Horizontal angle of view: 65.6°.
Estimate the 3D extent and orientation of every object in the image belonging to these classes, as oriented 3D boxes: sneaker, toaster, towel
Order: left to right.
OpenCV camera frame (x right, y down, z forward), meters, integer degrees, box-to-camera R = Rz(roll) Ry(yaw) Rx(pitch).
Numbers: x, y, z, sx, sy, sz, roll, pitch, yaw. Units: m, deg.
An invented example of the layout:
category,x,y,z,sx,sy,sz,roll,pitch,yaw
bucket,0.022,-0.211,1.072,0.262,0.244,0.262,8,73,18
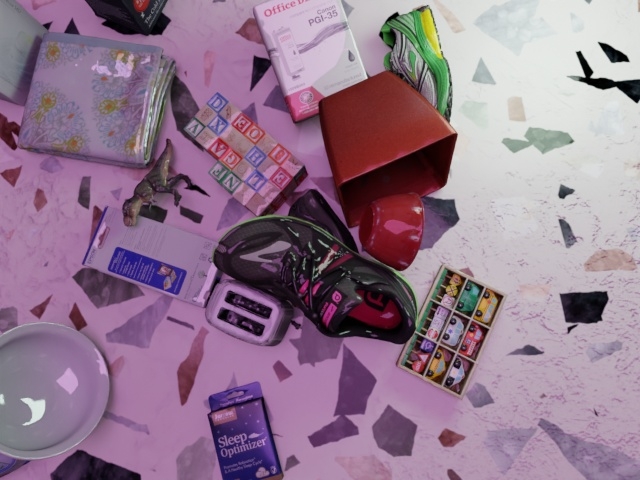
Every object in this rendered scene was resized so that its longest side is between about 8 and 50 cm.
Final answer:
category,x,y,z,sx,sy,sz,roll,pitch,yaw
towel,-0.588,-0.369,1.305,0.373,0.090,0.321,10,81,6
toaster,-0.159,0.172,1.153,0.226,0.146,0.129,23,84,8
sneaker,0.000,0.000,1.206,0.130,0.087,0.228,-34,100,24
sneaker,0.005,0.086,1.064,0.482,0.202,0.186,19,107,-9
sneaker,0.241,-0.409,1.239,0.146,0.134,0.344,-14,71,9

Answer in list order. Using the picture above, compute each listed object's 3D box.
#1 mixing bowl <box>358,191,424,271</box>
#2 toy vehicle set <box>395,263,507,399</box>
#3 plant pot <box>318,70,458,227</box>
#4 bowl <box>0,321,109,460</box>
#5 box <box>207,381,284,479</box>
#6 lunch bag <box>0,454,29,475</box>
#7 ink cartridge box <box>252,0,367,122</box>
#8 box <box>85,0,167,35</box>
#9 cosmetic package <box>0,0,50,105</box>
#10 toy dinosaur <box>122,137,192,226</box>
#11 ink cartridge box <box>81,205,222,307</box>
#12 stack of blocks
category,x,y,z,sx,sy,sz,roll,pitch,yaw
mixing bowl,0.146,-0.027,1.106,0.098,0.181,0.182,9,81,-17
toy vehicle set,0.306,0.211,1.166,0.165,0.035,0.267,25,83,8
plant pot,0.128,-0.222,1.149,0.266,0.267,0.236,-24,71,0
bowl,-0.654,0.348,1.131,0.134,0.297,0.298,-29,78,35
box,-0.181,0.461,1.165,0.136,0.036,0.226,-17,79,2
lunch bag,-0.834,0.429,1.185,0.243,0.115,0.304,-25,81,3
ink cartridge box,-0.021,-0.458,1.217,0.207,0.117,0.283,-21,100,2
box,-0.491,-0.770,1.249,0.178,0.312,0.344,24,84,8
cosmetic package,-0.849,-0.508,1.279,0.138,0.224,0.225,17,83,8
toy dinosaur,-0.392,-0.143,1.244,0.118,0.064,0.268,22,61,-2
ink cartridge box,-0.405,0.040,1.237,0.332,0.065,0.166,19,82,6
stack of blocks,-0.199,-0.206,1.247,0.297,0.087,0.171,41,86,9
